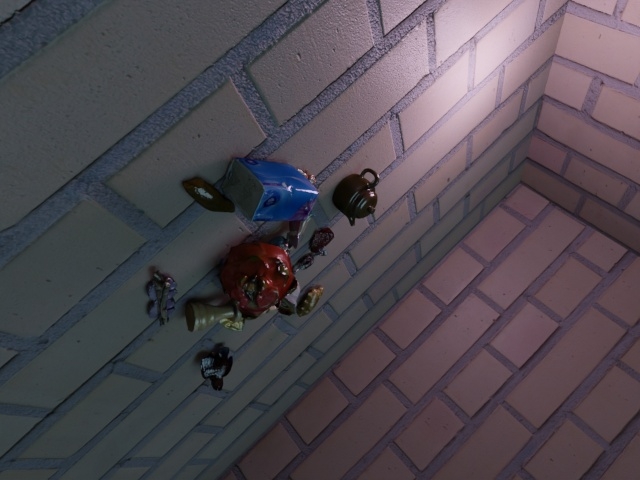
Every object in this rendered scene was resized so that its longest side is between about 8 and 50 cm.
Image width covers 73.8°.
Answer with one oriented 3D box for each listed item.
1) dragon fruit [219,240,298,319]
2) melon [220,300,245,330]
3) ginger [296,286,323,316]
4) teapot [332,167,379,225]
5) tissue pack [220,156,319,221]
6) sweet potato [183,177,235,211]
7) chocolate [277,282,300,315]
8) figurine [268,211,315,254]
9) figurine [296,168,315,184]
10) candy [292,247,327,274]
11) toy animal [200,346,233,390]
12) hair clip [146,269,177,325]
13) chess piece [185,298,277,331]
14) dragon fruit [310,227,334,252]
[{"bbox_3d":[-0.240,0.172,1.638,0.305,0.226,0.306,-8,134,-8],"label":"dragon fruit"},{"bbox_3d":[-0.386,0.313,1.861,0.128,0.079,0.160,-4,110,-25],"label":"melon"},{"bbox_3d":[-0.056,0.326,2.295,0.205,0.081,0.115,-52,-177,-7],"label":"ginger"},{"bbox_3d":[0.179,-0.188,1.883,0.185,0.175,0.268,-8,133,-51],"label":"teapot"},{"bbox_3d":[-0.165,-0.169,1.431,0.263,0.198,0.146,-5,132,-49],"label":"tissue pack"},{"bbox_3d":[-0.342,-0.129,1.376,0.077,0.077,0.243,-48,148,2],"label":"sweet potato"},{"bbox_3d":[-0.170,0.236,1.974,0.221,0.221,0.147,90,25,-50],"label":"chocolate"},{"bbox_3d":[-0.121,-0.026,1.787,0.260,0.103,0.205,-50,-175,3],"label":"figurine"},{"bbox_3d":[-0.062,-0.246,1.629,0.064,0.047,0.109,-47,142,15],"label":"figurine"},{"bbox_3d":[-0.058,0.103,2.052,0.226,0.051,0.094,-33,151,-23],"label":"candy"},{"bbox_3d":[-0.473,0.603,1.998,0.116,0.180,0.218,-26,156,17],"label":"toy animal"},{"bbox_3d":[-0.558,0.207,1.511,0.106,0.084,0.292,-28,151,-38],"label":"hair clip"},{"bbox_3d":[-0.345,0.283,1.757,0.397,0.117,0.117,-6,132,-34],"label":"chess piece"},{"bbox_3d":[0.000,-0.003,2.014,0.097,0.063,0.131,13,121,-20],"label":"dragon fruit"}]
